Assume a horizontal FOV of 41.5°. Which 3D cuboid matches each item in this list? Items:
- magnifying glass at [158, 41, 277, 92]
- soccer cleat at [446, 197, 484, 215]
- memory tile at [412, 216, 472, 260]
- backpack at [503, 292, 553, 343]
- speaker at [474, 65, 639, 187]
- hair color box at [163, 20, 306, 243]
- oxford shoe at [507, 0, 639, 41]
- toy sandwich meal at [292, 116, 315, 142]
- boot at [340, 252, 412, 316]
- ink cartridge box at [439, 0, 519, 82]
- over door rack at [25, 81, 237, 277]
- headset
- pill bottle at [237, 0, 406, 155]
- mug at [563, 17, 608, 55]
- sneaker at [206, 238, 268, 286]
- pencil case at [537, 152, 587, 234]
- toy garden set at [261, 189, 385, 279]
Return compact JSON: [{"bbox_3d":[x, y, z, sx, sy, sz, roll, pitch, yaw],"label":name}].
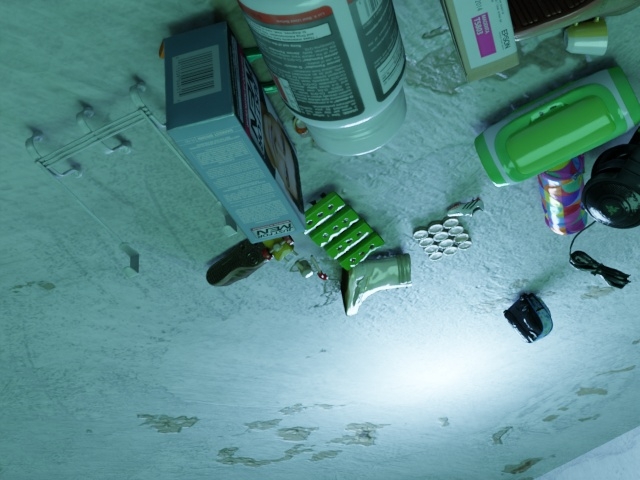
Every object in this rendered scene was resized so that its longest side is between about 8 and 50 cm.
[{"bbox_3d":[-0.152,-0.295,1.405,0.231,0.026,0.092,5,143,-25],"label":"magnifying glass"},{"bbox_3d":[0.318,-0.066,1.852,0.083,0.035,0.029,-18,145,9],"label":"soccer cleat"},{"bbox_3d":[0.283,-0.005,1.953,0.113,0.012,0.148,-22,144,16],"label":"memory tile"},{"bbox_3d":[0.563,0.208,2.247,0.084,0.114,0.105,-10,150,-38],"label":"backpack"},{"bbox_3d":[0.448,-0.212,1.602,0.296,0.131,0.131,-26,143,21],"label":"speaker"},{"bbox_3d":[-0.135,-0.165,1.419,0.114,0.185,0.374,-13,151,10],"label":"hair color box"},{"bbox_3d":[0.428,-0.386,1.353,0.348,0.123,0.130,-20,150,15],"label":"oxford shoe"},{"bbox_3d":[-0.009,-0.212,1.555,0.086,0.029,0.085,-8,146,-5],"label":"toy sandwich meal"},{"bbox_3d":[0.133,0.106,2.018,0.165,0.077,0.213,-8,145,-8],"label":"boot"},{"bbox_3d":[0.210,-0.381,1.230,0.088,0.193,0.234,-18,146,10],"label":"ink cartridge box"},{"bbox_3d":[-0.332,-0.110,1.519,0.239,0.108,0.324,-23,123,16],"label":"over door rack"},{"bbox_3d":[0.618,-0.094,1.664,0.185,0.243,0.394,30,120,11],"label":"headset"},{"bbox_3d":[0.015,-0.301,1.276,0.210,0.210,0.363,-16,145,7],"label":"pill bottle"},{"bbox_3d":[0.457,-0.358,1.467,0.064,0.078,0.062,-3,178,3],"label":"mug"},{"bbox_3d":[-0.166,0.046,1.872,0.188,0.066,0.071,-26,163,24],"label":"sneaker"},{"bbox_3d":[0.520,-0.107,1.800,0.104,0.104,0.236,-16,147,8],"label":"pencil case"},{"bbox_3d":[0.000,0.000,1.827,0.204,0.049,0.244,-36,143,9],"label":"toy garden set"}]
